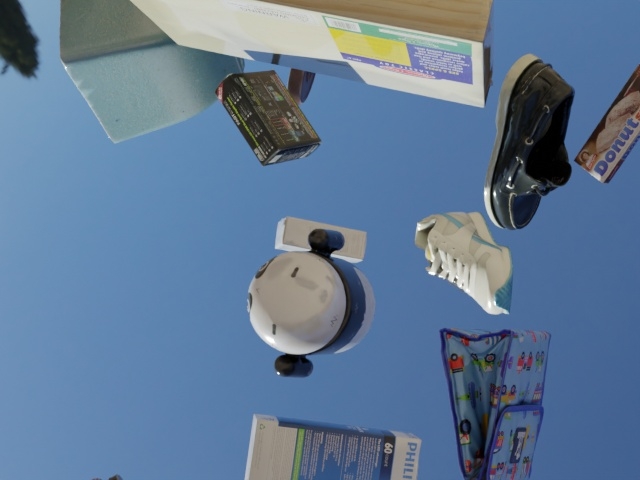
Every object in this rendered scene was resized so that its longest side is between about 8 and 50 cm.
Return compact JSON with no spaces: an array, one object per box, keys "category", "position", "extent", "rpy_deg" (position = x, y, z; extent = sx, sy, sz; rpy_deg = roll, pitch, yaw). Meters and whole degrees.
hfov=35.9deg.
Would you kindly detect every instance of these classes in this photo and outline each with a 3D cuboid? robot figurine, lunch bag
[{"category":"robot figurine","position":[-0.013,0.105,1.643],"extent":[0.173,0.209,0.278],"rpy_deg":[-26,166,17]},{"category":"lunch bag","position":[0.303,0.301,1.711],"extent":[0.138,0.293,0.221],"rpy_deg":[-1,174,29]}]

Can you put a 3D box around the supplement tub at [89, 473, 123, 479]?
[{"category":"supplement tub","position":[-0.510,0.583,2.132],"extent":[0.198,0.106,0.106],"rpy_deg":[-29,-151,-7]}]

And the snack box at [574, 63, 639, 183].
[{"category":"snack box","position":[0.464,-0.177,1.512],"extent":[0.064,0.022,0.178],"rpy_deg":[45,-62,32]}]

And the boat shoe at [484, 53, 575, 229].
[{"category":"boat shoe","position":[0.345,-0.130,1.566],"extent":[0.113,0.340,0.127],"rpy_deg":[33,-129,32]}]

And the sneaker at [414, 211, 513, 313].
[{"category":"sneaker","position":[0.186,0.031,1.273],"extent":[0.092,0.087,0.229],"rpy_deg":[-2,-158,-9]}]

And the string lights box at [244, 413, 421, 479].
[{"category":"string lights box","position":[0.017,0.354,1.535],"extent":[0.259,0.133,0.077],"rpy_deg":[9,176,-8]}]

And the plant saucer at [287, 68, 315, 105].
[{"category":"plant saucer","position":[-0.032,-0.347,2.006],"extent":[0.029,0.168,0.168],"rpy_deg":[16,-138,8]}]

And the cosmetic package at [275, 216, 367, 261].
[{"category":"cosmetic package","position":[0.000,0.000,2.688],"extent":[0.231,0.085,0.117],"rpy_deg":[9,172,-12]}]

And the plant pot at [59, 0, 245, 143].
[{"category":"plant pot","position":[-0.263,-0.344,1.627],"extent":[0.252,0.248,0.247],"rpy_deg":[-10,-117,4]}]

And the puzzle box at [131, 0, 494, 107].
[{"category":"puzzle box","position":[-0.008,-0.242,1.106],"extent":[0.409,0.052,0.272],"rpy_deg":[13,176,10]}]

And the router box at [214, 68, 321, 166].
[{"category":"router box","position":[-0.066,-0.158,1.257],"extent":[0.038,0.122,0.092],"rpy_deg":[-41,166,37]}]
